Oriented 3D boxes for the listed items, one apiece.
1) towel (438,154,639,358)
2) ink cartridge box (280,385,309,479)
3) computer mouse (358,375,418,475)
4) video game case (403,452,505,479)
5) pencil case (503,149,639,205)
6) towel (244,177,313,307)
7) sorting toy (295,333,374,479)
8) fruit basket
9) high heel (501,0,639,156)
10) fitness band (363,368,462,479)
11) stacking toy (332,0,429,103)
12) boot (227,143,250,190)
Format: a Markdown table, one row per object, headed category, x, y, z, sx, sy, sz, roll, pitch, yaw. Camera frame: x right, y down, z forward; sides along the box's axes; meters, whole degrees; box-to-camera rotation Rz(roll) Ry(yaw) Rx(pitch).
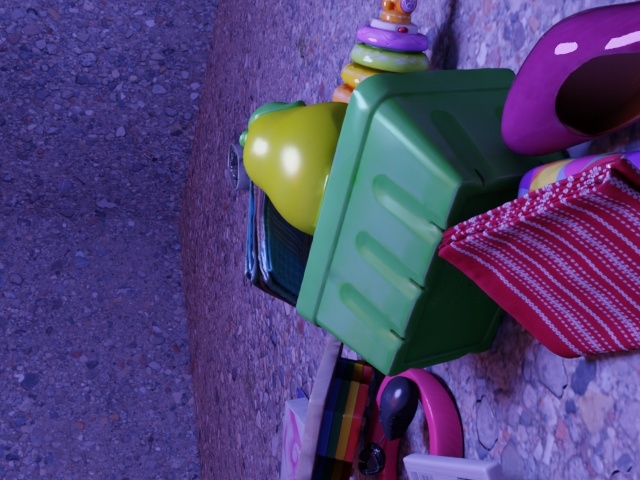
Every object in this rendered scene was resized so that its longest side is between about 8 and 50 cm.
| category | x | y | z | sx | sy | sz | roll | pitch | yaw |
| --- | --- | --- | --- | --- | --- | --- | --- | --- | --- |
| towel | 0.238 | 0.034 | 0.703 | 0.031 | 0.199 | 0.275 | -53 | 8 | -22 |
| ink cartridge box | -0.040 | 0.521 | 1.690 | 0.330 | 0.071 | 0.324 | -153 | 66 | -69 |
| computer mouse | 0.089 | 0.285 | 1.185 | 0.071 | 0.041 | 0.242 | -110 | 28 | -42 |
| video game case | 0.188 | 0.369 | 0.971 | 0.227 | 0.026 | 0.206 | -33 | 74 | 68 |
| pencil case | 0.272 | -0.036 | 0.717 | 0.236 | 0.104 | 0.105 | 171 | 100 | -71 |
| towel | 0.000 | 0.000 | 1.235 | 0.040 | 0.370 | 0.272 | -14 | 61 | 25 |
| sorting toy | 0.030 | 0.305 | 1.334 | 0.255 | 0.089 | 0.257 | -67 | -13 | -63 |
| fruit basket | 0.079 | -0.061 | 1.007 | 0.392 | 0.282 | 0.392 | 24 | 118 | 56 |
| high heel | 0.273 | -0.120 | 0.656 | 0.377 | 0.127 | 0.181 | 132 | 147 | -59 |
| fitness band | 0.137 | 0.327 | 1.190 | 0.209 | 0.054 | 0.291 | -121 | 35 | -54 |
| stacking toy | 0.100 | -0.260 | 1.144 | 0.166 | 0.175 | 0.302 | -122 | 38 | -63 |
| boot | -0.095 | -0.185 | 1.679 | 0.076 | 0.208 | 0.190 | 123 | 144 | -57 |
